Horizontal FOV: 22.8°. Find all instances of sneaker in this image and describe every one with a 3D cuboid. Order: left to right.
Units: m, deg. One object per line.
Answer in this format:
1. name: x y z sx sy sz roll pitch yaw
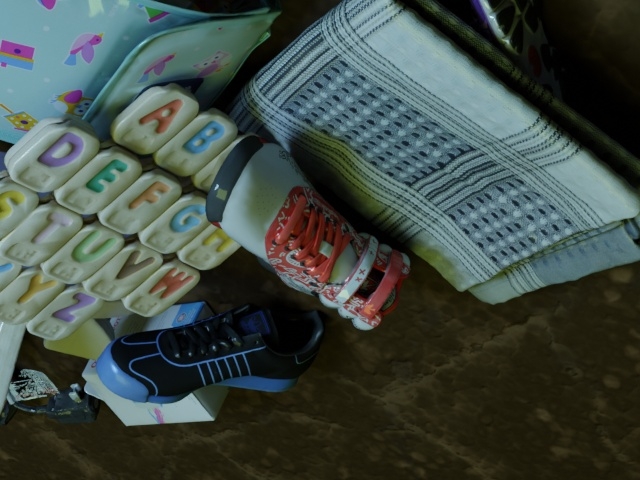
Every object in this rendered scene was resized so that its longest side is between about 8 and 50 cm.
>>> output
1. sneaker: -0.104 0.102 1.564 0.232 0.081 0.090 -2 140 -34
2. sneaker: 0.001 -0.001 1.370 0.145 0.090 0.270 29 171 17
3. sneaker: 0.134 -0.156 1.229 0.071 0.068 0.170 4 137 32

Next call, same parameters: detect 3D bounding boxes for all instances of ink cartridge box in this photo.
1. ink cartridge box: -0.172 0.132 1.683 0.143 0.092 0.090 -8 132 35

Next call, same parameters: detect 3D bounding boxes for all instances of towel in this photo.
1. towel: 0.100 -0.061 1.309 0.324 0.056 0.312 35 153 -14

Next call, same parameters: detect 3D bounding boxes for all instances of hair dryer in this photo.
1. hair dryer: -0.393 0.114 1.812 0.293 0.080 0.223 -8 115 26

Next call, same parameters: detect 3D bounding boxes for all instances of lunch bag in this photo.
1. lunch bag: -0.189 -0.175 1.303 0.262 0.160 0.223 22 138 -19

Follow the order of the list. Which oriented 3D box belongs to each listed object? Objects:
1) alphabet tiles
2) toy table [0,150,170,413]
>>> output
1. alphabet tiles: -0.179 -0.014 1.356 0.278 0.021 0.284 -40 146 14
2. toy table: -0.299 0.032 1.539 0.274 0.252 0.161 24 129 -14
